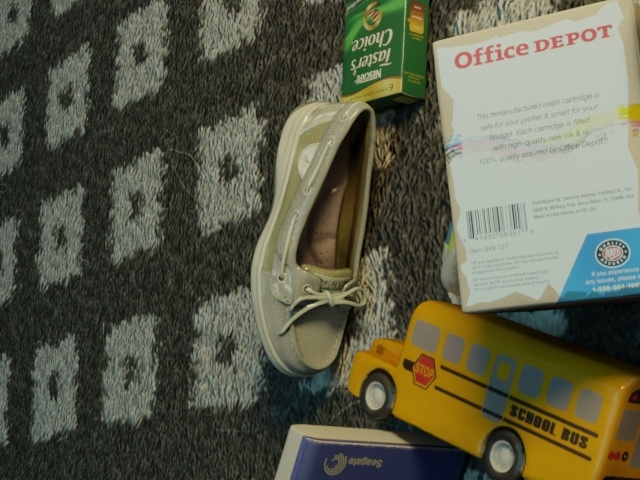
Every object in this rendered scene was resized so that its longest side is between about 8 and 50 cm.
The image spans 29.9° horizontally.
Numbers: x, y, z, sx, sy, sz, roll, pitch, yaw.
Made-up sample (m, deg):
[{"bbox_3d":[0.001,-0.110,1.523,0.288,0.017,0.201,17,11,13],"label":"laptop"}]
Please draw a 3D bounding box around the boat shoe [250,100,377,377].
[{"bbox_3d":[0.002,-0.001,1.363,0.103,0.118,0.320,5,85,53],"label":"boat shoe"}]

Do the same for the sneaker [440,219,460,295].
[{"bbox_3d":[0.176,-0.065,1.199,0.240,0.091,0.126,-62,29,11],"label":"sneaker"}]

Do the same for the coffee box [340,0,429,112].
[{"bbox_3d":[0.075,-0.244,1.389,0.113,0.040,0.184,-6,77,51],"label":"coffee box"}]

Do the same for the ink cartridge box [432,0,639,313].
[{"bbox_3d":[0.214,-0.061,1.008,0.171,0.168,0.232,-8,84,28],"label":"ink cartridge box"}]

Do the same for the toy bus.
[{"bbox_3d":[0.171,0.144,1.123,0.333,0.108,0.130,19,96,52],"label":"toy bus"}]

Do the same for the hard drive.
[{"bbox_3d":[0.017,0.342,1.189,0.040,0.210,0.318,27,103,52],"label":"hard drive"}]
